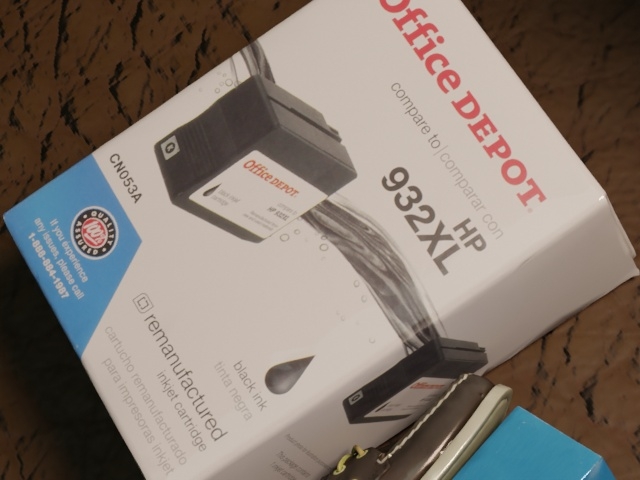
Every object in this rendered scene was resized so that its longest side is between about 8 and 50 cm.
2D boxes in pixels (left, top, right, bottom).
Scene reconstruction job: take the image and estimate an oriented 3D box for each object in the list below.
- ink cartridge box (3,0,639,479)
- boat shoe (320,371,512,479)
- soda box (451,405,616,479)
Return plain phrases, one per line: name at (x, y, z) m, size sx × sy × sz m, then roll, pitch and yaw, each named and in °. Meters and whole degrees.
ink cartridge box at (0.000, 0.000, 1.114) m, size 0.307 × 0.129 × 0.223 m, roll -34°, pitch 64°, yaw 3°
boat shoe at (0.024, 0.162, 1.074) m, size 0.069 × 0.081 × 0.227 m, roll 37°, pitch 87°, yaw 21°
soda box at (0.078, 0.199, 1.024) m, size 0.210 × 0.067 × 0.071 m, roll -47°, pitch 43°, yaw -12°
